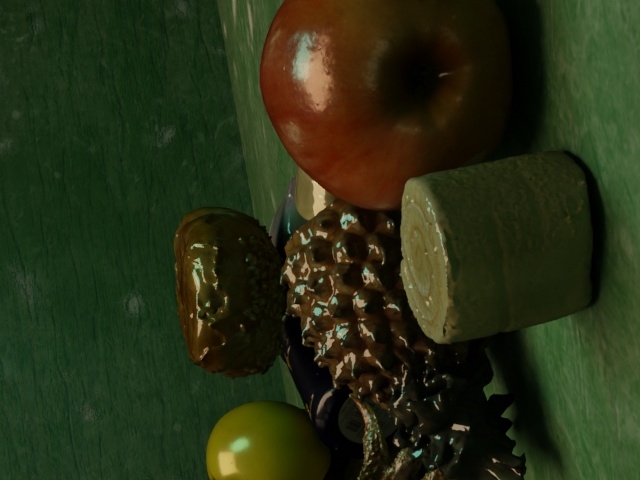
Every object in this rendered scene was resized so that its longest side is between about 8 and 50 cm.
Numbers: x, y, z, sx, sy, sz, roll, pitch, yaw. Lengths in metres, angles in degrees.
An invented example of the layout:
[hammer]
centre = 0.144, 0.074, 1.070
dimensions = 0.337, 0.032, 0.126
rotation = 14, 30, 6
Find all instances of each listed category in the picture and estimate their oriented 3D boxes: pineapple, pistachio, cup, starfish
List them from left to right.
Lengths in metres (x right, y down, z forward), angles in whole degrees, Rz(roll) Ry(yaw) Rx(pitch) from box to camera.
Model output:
[cup]
centre = 0.013, 0.185, 1.562
dimensions = 0.178, 0.255, 0.256
rotation = -53, 25, 12
[pistachio]
centre = 0.033, -0.095, 1.422
dimensions = 0.229, 0.157, 0.157
rotation = -101, 7, -62
[starfish]
centre = 0.117, 0.356, 1.377
dimensions = 0.302, 0.084, 0.293
rotation = 20, 103, 37
[pineapple]
centre = 0.107, 0.123, 1.074
dimensions = 0.223, 0.223, 0.357
rotation = 96, 151, -58

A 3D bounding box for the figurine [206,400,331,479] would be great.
[figurine]
centre = -0.056, 0.416, 1.580
dimensions = 0.215, 0.187, 0.343
rotation = -16, 94, 43

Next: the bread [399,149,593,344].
[bread]
centre = 0.149, 0.007, 0.854
dimensions = 0.134, 0.141, 0.148
rotation = -113, 15, -45

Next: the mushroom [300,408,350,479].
[mushroom]
centre = 0.019, 0.462, 1.790
dimensions = 0.239, 0.345, 0.345
rotation = -58, 7, -6

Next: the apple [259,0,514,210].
[apple]
centre = 0.063, -0.146, 0.954
dimensions = 0.241, 0.242, 0.242
rotation = -168, 70, -78

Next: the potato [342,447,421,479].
[potato]
centre = 0.099, 0.423, 1.554
dimensions = 0.146, 0.150, 0.233
rotation = 41, -146, -39

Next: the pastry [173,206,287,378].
[pastry]
centre = -0.131, 0.076, 1.525
dimensions = 0.311, 0.162, 0.255
rotation = -134, 40, -69

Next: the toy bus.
[toy bus]
centre = 0.000, 0.000, 1.737
dimensions = 0.386, 0.171, 0.162
rotation = 128, 147, -75
